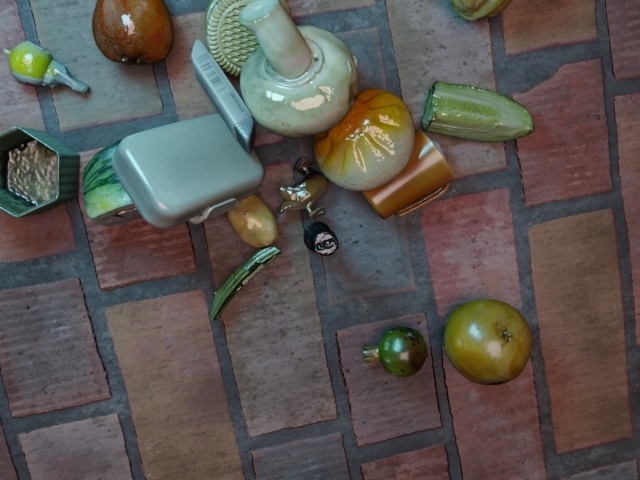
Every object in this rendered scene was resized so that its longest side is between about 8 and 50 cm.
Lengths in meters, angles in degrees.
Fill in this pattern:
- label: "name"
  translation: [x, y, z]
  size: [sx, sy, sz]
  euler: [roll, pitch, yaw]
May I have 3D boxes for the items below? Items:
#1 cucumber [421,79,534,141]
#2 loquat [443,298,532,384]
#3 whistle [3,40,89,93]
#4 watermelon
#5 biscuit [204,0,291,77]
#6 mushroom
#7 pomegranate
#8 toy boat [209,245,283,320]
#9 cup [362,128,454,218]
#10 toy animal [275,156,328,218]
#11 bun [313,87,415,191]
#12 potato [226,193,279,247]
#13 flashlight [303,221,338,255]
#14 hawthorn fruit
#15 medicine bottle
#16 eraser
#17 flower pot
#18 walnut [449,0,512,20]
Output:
- label: "cucumber"
  translation: [0.464, -0.369, 1.643]
  size: [0.324, 0.105, 0.145]
  euler: [6, 70, -7]
- label: "loquat"
  translation: [0.503, 0.303, 1.673]
  size: [0.262, 0.263, 0.263]
  euler: [-1, 98, -6]
- label: "whistle"
  translation: [-0.746, -0.453, 1.501]
  size: [0.223, 0.123, 0.123]
  euler: [26, 94, -24]
- label: "watermelon"
  translation: [-0.541, -0.150, 1.558]
  size: [0.212, 0.201, 0.262]
  euler: [-21, 58, -3]
- label: "biscuit"
  translation: [-0.193, -0.575, 1.515]
  size: [0.258, 0.079, 0.259]
  euler: [-8, 125, -11]
- label: "mushroom"
  translation: [-0.082, -0.427, 1.423]
  size: [0.355, 0.315, 0.315]
  euler: [28, 94, -18]
- label: "pomegranate"
  translation: [0.229, 0.340, 1.695]
  size: [0.204, 0.159, 0.160]
  euler: [-8, 99, 20]
- label: "toy boat"
  translation: [-0.233, 0.117, 1.636]
  size: [0.055, 0.093, 0.293]
  euler: [44, 91, 9]
- label: "cup"
  translation: [0.261, -0.175, 1.627]
  size: [0.263, 0.182, 0.226]
  euler: [-36, 131, 7]
- label: "toy animal"
  translation: [-0.066, -0.144, 1.628]
  size: [0.188, 0.089, 0.179]
  euler: [-26, 82, -2]
- label: "bun"
  translation: [0.105, -0.289, 1.523]
  size: [0.298, 0.164, 0.299]
  euler: [-8, 70, 23]
- label: "potato"
  translation: [-0.199, -0.059, 1.606]
  size: [0.118, 0.109, 0.178]
  euler: [-35, 95, 22]
- label: "flashlight"
  translation: [0.000, 0.000, 1.572]
  size: [0.092, 0.232, 0.093]
  euler: [-1, 97, -4]
- label: "hawthorn fruit"
  translation: [-0.491, -0.599, 1.453]
  size: [0.210, 0.210, 0.263]
  euler: [0, 100, -6]
- label: "medicine bottle"
  translation: [-0.336, -0.193, 1.460]
  size: [0.375, 0.123, 0.282]
  euler: [-28, 84, -43]
- label: "eraser"
  translation: [-0.264, -0.391, 1.498]
  size: [0.061, 0.089, 0.352]
  euler: [-30, 75, -13]
- label: "flower pot"
  translation: [-0.782, -0.182, 1.487]
  size: [0.239, 0.189, 0.209]
  euler: [33, 93, -10]
- label: "walnut"
  translation: [0.455, -0.743, 1.532]
  size: [0.224, 0.257, 0.257]
  euler: [-1, 99, -38]
